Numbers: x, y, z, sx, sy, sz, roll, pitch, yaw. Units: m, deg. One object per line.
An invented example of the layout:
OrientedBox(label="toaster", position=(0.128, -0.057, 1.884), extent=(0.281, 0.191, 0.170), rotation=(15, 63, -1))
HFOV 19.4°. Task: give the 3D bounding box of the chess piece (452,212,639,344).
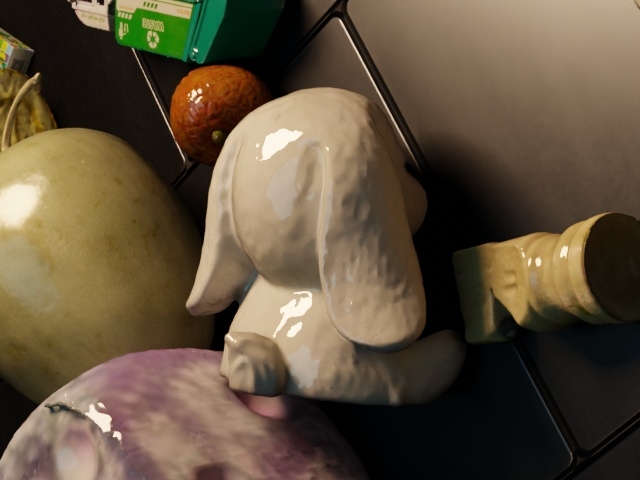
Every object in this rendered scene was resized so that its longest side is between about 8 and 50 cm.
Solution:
OrientedBox(label="chess piece", position=(0.182, 0.034, 1.537), extent=(0.200, 0.090, 0.090), rotation=(-14, 79, 55))

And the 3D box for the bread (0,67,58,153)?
OrientedBox(label="bread", position=(-0.363, -0.052, 1.999), extent=(0.124, 0.186, 0.257), rotation=(-20, 82, 38))

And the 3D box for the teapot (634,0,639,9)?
OrientedBox(label="teapot", position=(0.310, -0.231, 1.359), extent=(0.300, 0.166, 0.208), rotation=(16, 94, 48))

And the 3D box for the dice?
OrientedBox(label="dice", position=(-0.125, 0.275, 1.686), extent=(0.270, 0.271, 0.270), rotation=(51, 123, 33))

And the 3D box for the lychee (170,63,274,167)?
OrientedBox(label="lychee", position=(-0.086, -0.110, 1.785), extent=(0.140, 0.101, 0.114), rotation=(43, 156, 37))

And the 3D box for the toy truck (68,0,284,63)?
OrientedBox(label="toy truck", position=(-0.147, -0.249, 1.846), extent=(0.253, 0.114, 0.124), rotation=(16, 111, 44))

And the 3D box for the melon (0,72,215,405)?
OrientedBox(label="melon", position=(-0.236, 0.031, 1.821), extent=(0.308, 0.272, 0.271), rotation=(46, 119, 40))

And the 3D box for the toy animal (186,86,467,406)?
OrientedBox(label="toy animal", position=(0.000, 0.000, 1.623), extent=(0.272, 0.206, 0.265), rotation=(13, 101, 47))

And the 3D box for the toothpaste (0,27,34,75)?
OrientedBox(label="toothpaste", position=(-0.386, -0.227, 2.132), extent=(0.164, 0.034, 0.046), rotation=(35, 109, 40))
